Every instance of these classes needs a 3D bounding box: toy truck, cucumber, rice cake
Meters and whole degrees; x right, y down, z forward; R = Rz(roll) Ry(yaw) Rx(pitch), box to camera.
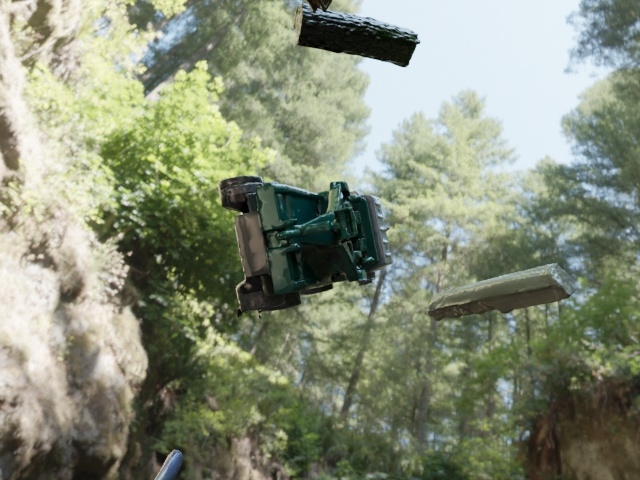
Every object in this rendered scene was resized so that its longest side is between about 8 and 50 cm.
[{"bbox_3d":[-0.007,0.001,0.844,0.177,0.363,0.177,-11,-94,13],"label":"toy truck"},{"bbox_3d":[0.050,-0.279,0.844,0.187,0.058,0.058,2,-41,-29],"label":"cucumber"},{"bbox_3d":[0.279,0.089,0.991,0.256,0.057,0.052,-21,-81,47],"label":"rice cake"}]

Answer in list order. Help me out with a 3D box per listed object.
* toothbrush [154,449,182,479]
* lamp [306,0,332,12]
[{"bbox_3d":[-0.188,0.256,0.461,0.027,0.269,0.021,24,-51,18],"label":"toothbrush"},{"bbox_3d":[-0.113,-0.315,0.608,0.325,0.089,0.090,28,-9,31],"label":"lamp"}]
